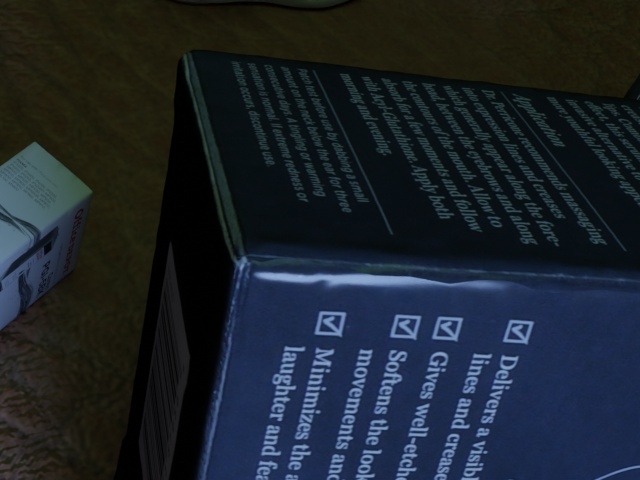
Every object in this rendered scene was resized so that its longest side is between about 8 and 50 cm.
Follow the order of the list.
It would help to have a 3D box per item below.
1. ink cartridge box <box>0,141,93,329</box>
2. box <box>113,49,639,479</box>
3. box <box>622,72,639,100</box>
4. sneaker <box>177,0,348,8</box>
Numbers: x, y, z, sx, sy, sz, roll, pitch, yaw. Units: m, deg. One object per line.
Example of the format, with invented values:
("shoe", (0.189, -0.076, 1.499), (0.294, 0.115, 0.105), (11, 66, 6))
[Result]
("ink cartridge box", (-0.217, 0.014, 0.770), (0.056, 0.099, 0.135), (39, 53, 9))
("box", (0.107, 0.088, 0.641), (0.395, 0.293, 0.212), (5, 30, -16))
("box", (0.325, -0.034, 0.885), (0.242, 0.076, 0.307), (28, 75, 30))
("sneaker", (-0.023, -0.281, 1.010), (0.226, 0.163, 0.086), (-10, 59, -27))
